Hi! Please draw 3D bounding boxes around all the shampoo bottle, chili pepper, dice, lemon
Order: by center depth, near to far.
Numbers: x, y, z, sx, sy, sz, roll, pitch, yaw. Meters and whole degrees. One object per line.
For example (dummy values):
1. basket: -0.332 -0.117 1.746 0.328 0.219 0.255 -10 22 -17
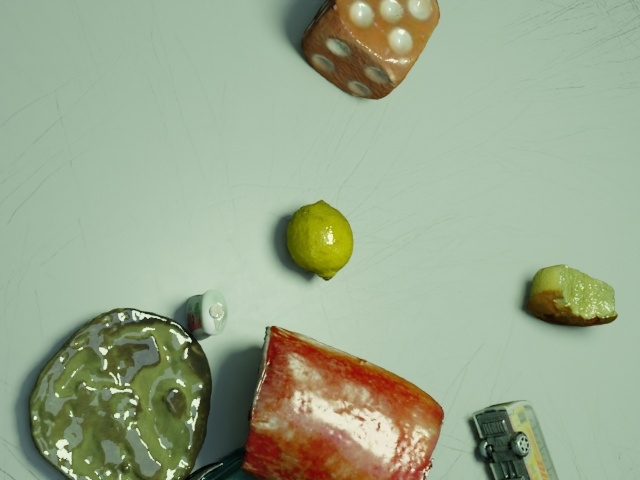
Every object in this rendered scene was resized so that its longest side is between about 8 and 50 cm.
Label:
1. shampoo bottle: -0.175 0.115 1.720 0.043 0.099 0.072 1 81 -23
2. chili pepper: 0.009 0.293 1.723 0.305 0.229 0.251 24 71 -7
3. lemon: 0.000 0.000 1.811 0.109 0.109 0.133 -6 85 -24
4. dice: 0.081 -0.355 1.879 0.179 0.174 0.175 31 71 -11

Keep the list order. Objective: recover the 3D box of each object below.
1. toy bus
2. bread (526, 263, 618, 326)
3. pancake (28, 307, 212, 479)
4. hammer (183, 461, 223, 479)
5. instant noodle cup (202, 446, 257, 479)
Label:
1. toy bus: 0.350 0.401 1.896 0.106 0.092 0.268 -17 87 -46
2. bread: 0.437 0.107 1.973 0.156 0.125 0.086 20 65 -20
3. pancake: -0.294 0.244 1.675 0.294 0.049 0.294 3 83 -23
4. hammer: -0.035 0.463 1.679 0.427 0.044 0.152 26 68 -20
5. instant noodle cup: -0.123 0.424 1.706 0.157 0.070 0.179 -31 93 -26
